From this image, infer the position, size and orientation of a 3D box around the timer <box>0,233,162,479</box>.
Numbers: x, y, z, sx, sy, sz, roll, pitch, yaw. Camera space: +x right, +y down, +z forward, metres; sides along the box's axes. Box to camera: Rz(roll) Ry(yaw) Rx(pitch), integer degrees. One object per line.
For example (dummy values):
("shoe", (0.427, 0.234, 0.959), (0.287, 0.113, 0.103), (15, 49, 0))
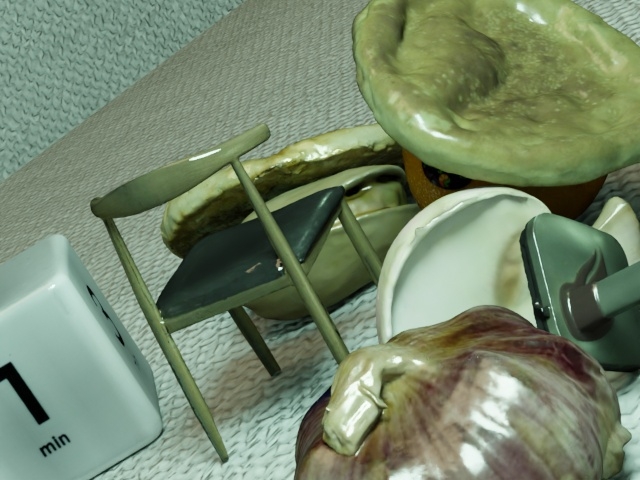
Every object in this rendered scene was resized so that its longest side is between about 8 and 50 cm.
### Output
("timer", (-0.291, 0.136, 1.599), (0.194, 0.195, 0.192), (-32, 17, 0))

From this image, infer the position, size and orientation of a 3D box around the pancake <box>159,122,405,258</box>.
("pancake", (-0.013, -0.062, 1.749), (0.356, 0.065, 0.356), (-20, -6, -2))

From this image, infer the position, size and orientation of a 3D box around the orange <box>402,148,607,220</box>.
("orange", (0.173, -0.088, 1.463), (0.206, 0.206, 0.206), (-28, 17, 10))

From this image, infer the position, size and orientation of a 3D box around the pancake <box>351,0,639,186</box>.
("pancake", (0.158, -0.142, 1.324), (0.294, 0.049, 0.294), (7, 35, -5))

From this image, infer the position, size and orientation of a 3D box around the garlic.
("garlic", (0.077, 0.129, 1.062), (0.245, 0.160, 0.245), (-28, 17, 9))

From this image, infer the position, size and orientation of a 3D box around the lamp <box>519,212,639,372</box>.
("lamp", (0.278, -0.039, 1.120), (0.283, 0.124, 0.203), (-24, 63, 24))

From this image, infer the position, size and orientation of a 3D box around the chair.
("chair", (-0.063, 0.023, 1.405), (0.188, 0.272, 0.166), (-21, 20, 26))

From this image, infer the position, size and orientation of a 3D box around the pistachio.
("pistachio", (0.000, 0.000, 1.606), (0.226, 0.136, 0.136), (-28, 17, 14))

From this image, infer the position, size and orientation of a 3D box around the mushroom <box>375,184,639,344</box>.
("mushroom", (0.129, 0.017, 1.291), (0.236, 0.162, 0.173), (-30, 19, -2))
